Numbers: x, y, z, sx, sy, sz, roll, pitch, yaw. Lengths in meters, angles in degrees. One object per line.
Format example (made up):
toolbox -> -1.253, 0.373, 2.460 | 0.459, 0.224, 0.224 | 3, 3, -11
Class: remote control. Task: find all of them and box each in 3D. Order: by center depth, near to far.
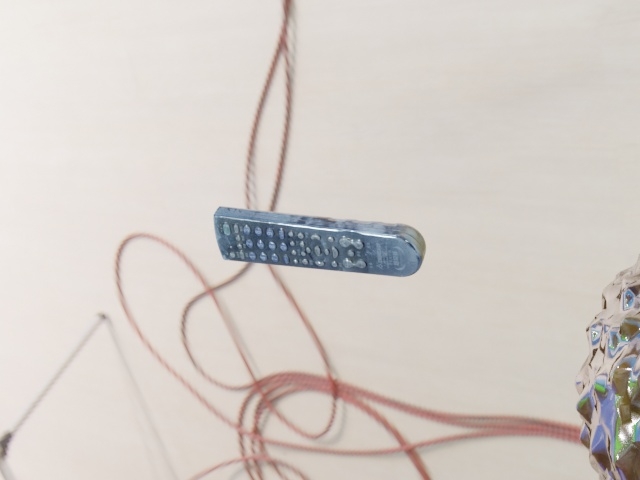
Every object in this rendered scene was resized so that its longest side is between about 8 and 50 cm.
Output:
remote control -> -0.001, 0.001, 0.806 | 0.152, 0.027, 0.043 | 5, 137, 16

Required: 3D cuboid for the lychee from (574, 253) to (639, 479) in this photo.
lychee -> 0.189, 0.063, 0.427 | 0.200, 0.200, 0.238 | -20, 95, 48
